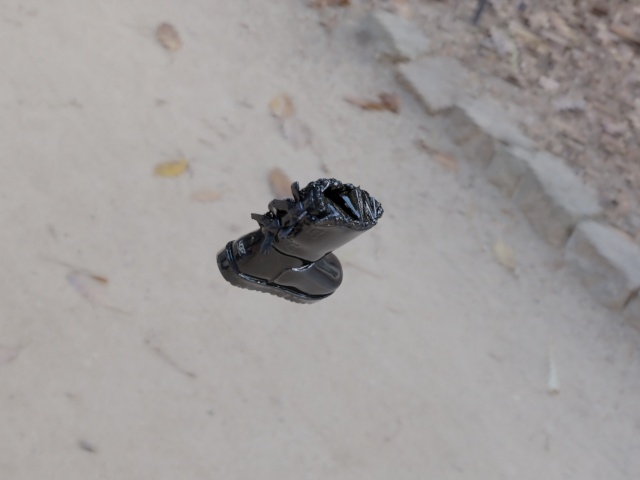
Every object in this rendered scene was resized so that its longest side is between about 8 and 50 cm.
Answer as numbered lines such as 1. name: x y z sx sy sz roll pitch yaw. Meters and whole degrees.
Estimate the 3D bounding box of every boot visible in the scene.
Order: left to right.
1. boot: 0.000 0.000 0.872 0.121 0.099 0.045 10 54 -49
